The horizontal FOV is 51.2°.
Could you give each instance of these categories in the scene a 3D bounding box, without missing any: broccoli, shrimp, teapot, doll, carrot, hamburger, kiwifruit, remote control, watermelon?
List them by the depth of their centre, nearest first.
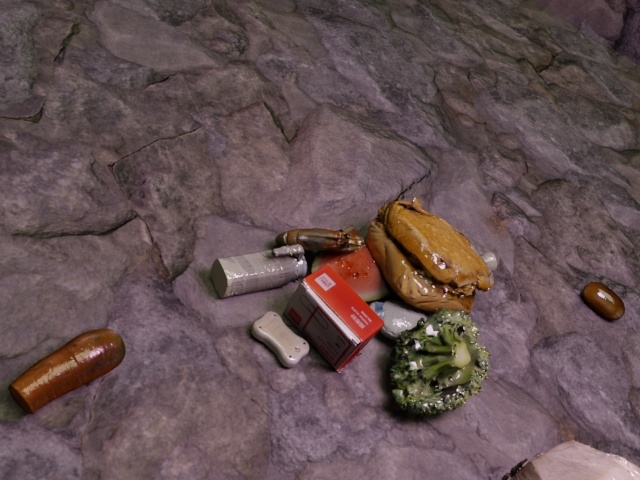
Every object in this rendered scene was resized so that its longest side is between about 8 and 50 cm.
[{"bbox_3d":[-0.427,0.215,1.137,0.087,0.087,0.193,47,45,15],"label":"carrot"},{"bbox_3d":[-0.083,0.202,1.366,0.122,0.032,0.074,44,46,11],"label":"remote control"},{"bbox_3d":[0.244,0.258,1.392,0.198,0.176,0.226,52,33,12],"label":"broccoli"},{"bbox_3d":[-0.123,0.054,1.419,0.200,0.107,0.077,-9,53,-34],"label":"teapot"},{"bbox_3d":[0.000,-0.002,1.492,0.115,0.217,0.051,-3,92,-62],"label":"shrimp"},{"bbox_3d":[0.182,0.178,1.497,0.214,0.071,0.103,3,52,-26],"label":"doll"},{"bbox_3d":[0.065,0.049,1.537,0.193,0.137,0.145,17,16,-19],"label":"watermelon"},{"bbox_3d":[0.257,0.041,1.563,0.318,0.158,0.319,32,27,-18],"label":"hamburger"},{"bbox_3d":[0.412,0.067,1.732,0.083,0.057,0.067,-10,87,-27],"label":"teapot"},{"bbox_3d":[0.773,0.163,1.823,0.124,0.075,0.075,41,46,15],"label":"kiwifruit"}]

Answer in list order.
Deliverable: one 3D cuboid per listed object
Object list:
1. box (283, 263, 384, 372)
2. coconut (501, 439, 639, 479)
[{"bbox_3d":[0.024,0.163,1.384,0.182,0.133,0.099,47,48,13],"label":"box"},{"bbox_3d":[0.461,0.552,1.139,0.346,0.346,0.360,-5,48,-31],"label":"coconut"}]
